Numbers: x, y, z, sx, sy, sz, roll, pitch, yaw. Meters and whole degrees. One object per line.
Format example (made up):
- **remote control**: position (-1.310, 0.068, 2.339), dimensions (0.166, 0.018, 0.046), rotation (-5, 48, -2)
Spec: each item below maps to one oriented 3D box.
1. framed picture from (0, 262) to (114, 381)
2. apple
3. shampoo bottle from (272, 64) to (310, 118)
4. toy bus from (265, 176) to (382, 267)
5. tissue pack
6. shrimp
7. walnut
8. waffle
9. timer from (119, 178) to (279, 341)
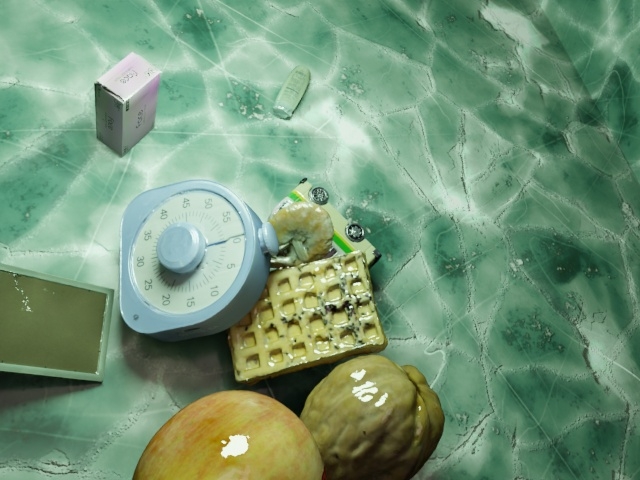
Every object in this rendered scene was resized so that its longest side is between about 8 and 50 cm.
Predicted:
- **framed picture**: position (-0.607, 0.184, 1.215), dimensions (0.293, 0.018, 0.231), rotation (23, 56, -42)
- **apple**: position (-0.188, 0.508, 1.076), dimensions (0.347, 0.391, 0.391), rotation (-15, 70, -51)
- **shampoo bottle**: position (-0.091, -0.478, 1.768), dimensions (0.072, 0.049, 0.212), rotation (30, 59, -9)
- **toy bus**: position (0.000, 0.000, 1.523), dimensions (0.305, 0.143, 0.179), rotation (45, 62, 4)
- **tissue pack**: position (-0.503, -0.352, 1.443), dimensions (0.092, 0.246, 0.148), rotation (35, 59, -2)
- **shrimp**: position (-0.098, 0.028, 1.422), dimensions (0.168, 0.317, 0.077), rotation (48, 18, 1)
- **walnut**: position (0.105, 0.432, 1.262), dimensions (0.306, 0.306, 0.344), rotation (38, 103, 0)
- **waffle**: position (-0.043, 0.190, 1.347), dimensions (0.376, 0.114, 0.260), rotation (-13, 70, 4)
- **timer**: position (-0.287, 0.032, 1.298), dimensions (0.395, 0.173, 0.394), rotation (-6, 67, 14)
